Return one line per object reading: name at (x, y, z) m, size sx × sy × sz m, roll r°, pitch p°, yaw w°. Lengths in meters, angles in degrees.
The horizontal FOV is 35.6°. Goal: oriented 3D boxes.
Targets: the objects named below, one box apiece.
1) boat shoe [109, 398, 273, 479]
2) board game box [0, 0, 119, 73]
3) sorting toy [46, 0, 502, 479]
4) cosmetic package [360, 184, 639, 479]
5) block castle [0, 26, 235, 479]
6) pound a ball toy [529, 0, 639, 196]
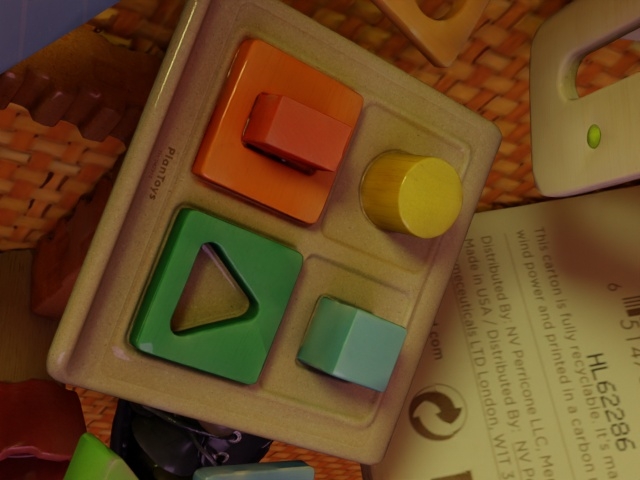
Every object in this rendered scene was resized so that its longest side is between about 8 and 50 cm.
boat shoe at (-0.098, 0.136, 0.767) m, size 0.127 × 0.113 × 0.340 m, roll 42°, pitch 141°, yaw -2°
board game box at (-0.123, -0.147, 0.202) m, size 0.302 × 0.086 × 0.308 m, roll -42°, pitch 164°, yaw -33°
sorting toy at (0.000, 0.000, 0.440) m, size 0.196 × 0.347 × 0.047 m, roll 23°, pitch 176°, yaw -37°
cosmetic package at (0.200, 0.204, 0.783) m, size 0.328 × 0.329 × 0.393 m, roll -10°, pitch 147°, yaw 0°
block castle at (-0.265, 0.012, 0.465) m, size 0.453 × 0.212 × 0.303 m, roll 18°, pitch 139°, yaw -38°
pound a ball toy at (0.242, -0.092, 0.461) m, size 0.208 × 0.135 × 0.319 m, roll 3°, pitch 174°, yaw -15°
